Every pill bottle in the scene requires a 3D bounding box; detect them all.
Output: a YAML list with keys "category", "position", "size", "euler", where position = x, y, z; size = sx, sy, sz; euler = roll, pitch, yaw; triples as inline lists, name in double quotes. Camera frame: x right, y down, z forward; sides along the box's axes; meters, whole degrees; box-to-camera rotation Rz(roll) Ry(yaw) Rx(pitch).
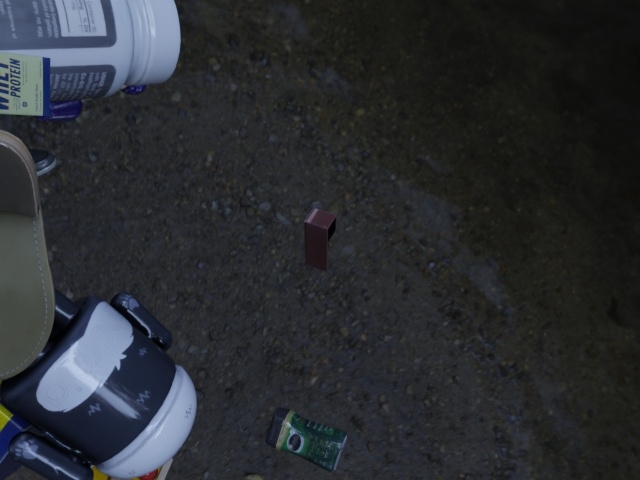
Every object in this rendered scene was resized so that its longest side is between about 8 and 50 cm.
- category: "pill bottle"
  position: [-0.405, -0.305, 0.947]
  size: [0.361, 0.204, 0.204]
  euler: [-15, 70, -39]

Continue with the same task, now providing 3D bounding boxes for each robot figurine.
- category: "robot figurine"
  position: [-0.291, 0.184, 0.838]
  size: [0.209, 0.173, 0.278]
  euler: [-46, 113, -7]

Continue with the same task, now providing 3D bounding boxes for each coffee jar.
- category: "coffee jar"
  position: [-0.036, 0.471, 1.543]
  size: [0.184, 0.079, 0.096]
  euler: [20, 102, 10]

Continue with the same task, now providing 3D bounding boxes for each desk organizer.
- category: "desk organizer"
  position: [0.000, 0.000, 1.300]
  size: [0.050, 0.130, 0.047]
  euler: [19, 49, 17]

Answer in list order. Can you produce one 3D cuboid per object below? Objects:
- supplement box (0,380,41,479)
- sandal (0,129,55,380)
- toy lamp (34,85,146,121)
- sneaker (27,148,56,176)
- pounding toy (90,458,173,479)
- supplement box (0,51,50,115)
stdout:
- category: "supplement box"
  position: [-0.568, 0.193, 0.961]
  size: [0.356, 0.194, 0.195]
  euler: [40, 101, 0]
- category: "sandal"
  position: [-0.273, 0.008, 0.563]
  size: [0.088, 0.240, 0.079]
  euler: [5, 31, -17]
- category: "toy lamp"
  position: [-0.426, -0.278, 1.198]
  size: [0.080, 0.080, 0.274]
  euler: [35, 32, 1]
- category: "sneaker"
  position: [-0.718, -0.203, 1.455]
  size: [0.222, 0.118, 0.083]
  euler: [-3, 39, -4]
- category: "pounding toy"
  position: [-0.279, 0.352, 0.913]
  size: [0.130, 0.100, 0.141]
  euler: [34, 34, -12]
- category: "supplement box"
  position: [-0.314, -0.150, 0.612]
  size: [0.083, 0.083, 0.056]
  euler: [-8, 108, -47]
